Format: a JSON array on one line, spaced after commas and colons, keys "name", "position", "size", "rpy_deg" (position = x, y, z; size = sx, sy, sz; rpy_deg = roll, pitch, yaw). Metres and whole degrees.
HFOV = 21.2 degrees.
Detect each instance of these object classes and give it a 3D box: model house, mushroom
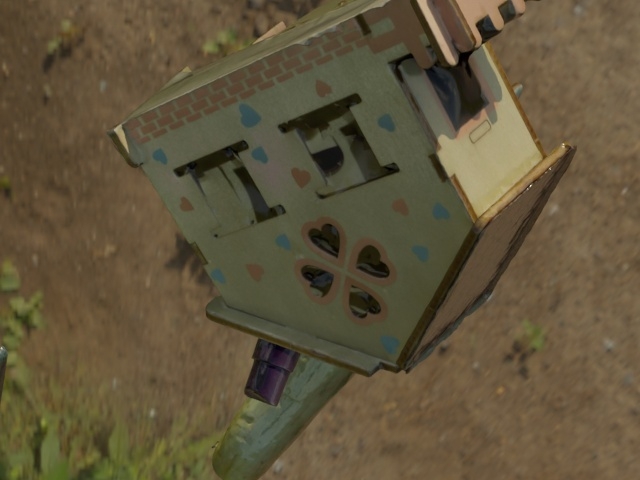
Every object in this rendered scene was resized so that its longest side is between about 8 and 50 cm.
[{"name": "model house", "position": [0.045, -0.044, 1.151], "size": [0.169, 0.326, 0.244], "rpy_deg": [-38, 104, -48]}, {"name": "mushroom", "position": [-0.004, 0.115, 1.661], "size": [0.081, 0.312, 0.100], "rpy_deg": [42, 25, 7]}]

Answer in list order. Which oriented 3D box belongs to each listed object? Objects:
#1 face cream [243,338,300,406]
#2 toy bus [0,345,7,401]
[{"name": "face cream", "position": [0.000, 0.000, 1.362], "size": [0.078, 0.078, 0.273], "rpy_deg": [21, 83, 0]}, {"name": "toy bus", "position": [-0.420, 0.115, 1.507], "size": [0.256, 0.128, 0.147], "rpy_deg": [25, 41, 9]}]
